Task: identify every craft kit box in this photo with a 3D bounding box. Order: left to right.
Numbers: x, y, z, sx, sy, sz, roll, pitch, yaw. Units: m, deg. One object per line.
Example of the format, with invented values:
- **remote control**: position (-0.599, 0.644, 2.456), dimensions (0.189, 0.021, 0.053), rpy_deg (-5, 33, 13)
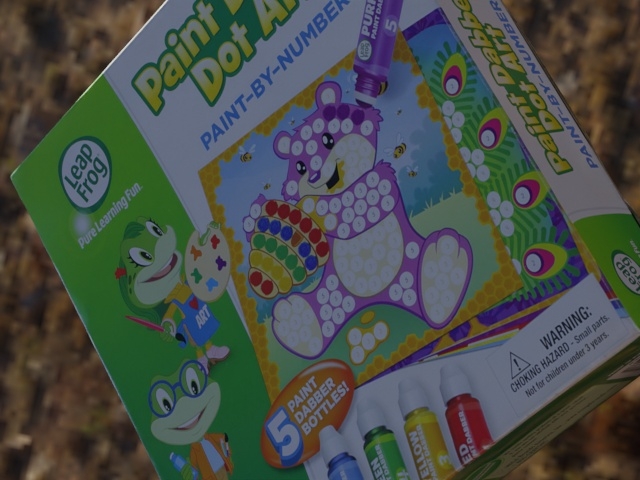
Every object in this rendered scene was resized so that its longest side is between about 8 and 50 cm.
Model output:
- **craft kit box**: position (0.000, 0.000, 0.805), dimensions (0.250, 0.061, 0.246), rpy_deg (-43, 63, 34)
